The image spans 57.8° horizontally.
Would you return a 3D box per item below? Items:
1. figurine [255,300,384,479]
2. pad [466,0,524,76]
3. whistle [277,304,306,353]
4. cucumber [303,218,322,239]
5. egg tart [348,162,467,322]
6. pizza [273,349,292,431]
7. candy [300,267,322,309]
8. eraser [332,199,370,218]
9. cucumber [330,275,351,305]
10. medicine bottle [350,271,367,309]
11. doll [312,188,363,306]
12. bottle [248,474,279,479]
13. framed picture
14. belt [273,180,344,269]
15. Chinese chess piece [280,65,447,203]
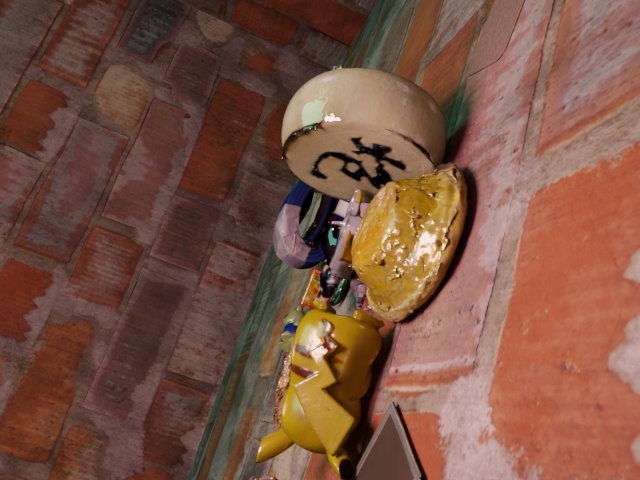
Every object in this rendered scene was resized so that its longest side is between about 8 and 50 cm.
[{"bbox_3d":[0.016,0.285,1.102,0.218,0.169,0.326,8,88,41],"label":"figurine"},{"bbox_3d":[0.391,-0.486,1.238,0.176,0.002,0.266,-172,103,-79],"label":"pad"},{"bbox_3d":[-0.082,0.292,1.766,0.227,0.085,0.105,-85,11,-56],"label":"whistle"},{"bbox_3d":[0.000,0.000,1.960,0.086,0.115,0.192,8,65,34],"label":"cucumber"},{"bbox_3d":[0.153,-0.008,1.114,0.341,0.132,0.341,-61,14,26],"label":"egg tart"},{"bbox_3d":[-0.073,0.388,1.537,0.147,0.069,0.226,83,-160,-56],"label":"pizza"},{"bbox_3d":[-0.013,0.150,1.769,0.038,0.062,0.121,179,112,-78],"label":"candy"},{"bbox_3d":[0.131,-0.183,1.650,0.174,0.095,0.270,-144,76,-78],"label":"eraser"},{"bbox_3d":[0.074,0.098,1.542,0.184,0.033,0.036,-65,-14,13],"label":"cucumber"},{"bbox_3d":[0.101,0.084,1.372,0.199,0.058,0.057,-79,16,-45],"label":"medicine bottle"},{"bbox_3d":[0.043,0.036,1.313,0.145,0.103,0.316,-37,-23,-42],"label":"doll"},{"bbox_3d":[-0.125,0.599,1.351,0.152,0.099,0.098,146,144,-72],"label":"bottle"},{"bbox_3d":[0.085,0.413,0.925,0.197,0.014,0.252,-107,40,-73],"label":"framed picture"},{"bbox_3d":[-0.022,-0.079,1.870,0.346,0.213,0.117,-68,12,-22],"label":"belt"},{"bbox_3d":[0.089,-0.208,1.232,0.349,0.350,0.146,135,148,-64],"label":"Chinese chess piece"}]
